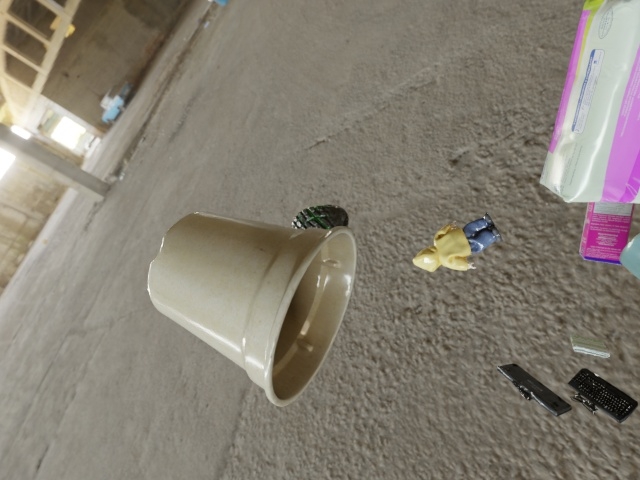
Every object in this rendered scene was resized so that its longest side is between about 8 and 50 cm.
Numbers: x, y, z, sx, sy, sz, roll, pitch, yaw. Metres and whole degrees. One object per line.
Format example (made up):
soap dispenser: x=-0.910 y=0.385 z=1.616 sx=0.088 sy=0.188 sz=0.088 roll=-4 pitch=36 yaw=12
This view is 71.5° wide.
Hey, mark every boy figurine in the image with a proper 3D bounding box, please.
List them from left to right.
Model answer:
boy figurine: x=0.445 y=0.027 z=1.457 sx=0.285 sy=0.092 sz=0.177 roll=-31 pitch=60 yaw=16

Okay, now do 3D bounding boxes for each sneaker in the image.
sneaker: x=0.000 y=0.000 z=1.190 sx=0.134 sy=0.146 sz=0.343 roll=60 pitch=152 yaw=14

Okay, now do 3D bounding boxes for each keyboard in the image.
keyboard: x=0.543 y=0.386 z=1.154 sx=0.180 sy=0.108 sz=0.023 roll=39 pitch=119 yaw=49
keyboard: x=0.757 y=0.425 z=1.223 sx=0.100 sy=0.038 sz=0.192 roll=-53 pitch=15 yaw=3

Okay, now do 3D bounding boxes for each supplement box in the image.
supplement box: x=0.890 y=-0.046 z=1.384 sx=0.114 sy=0.111 sz=0.220 roll=10 pitch=99 yaw=23

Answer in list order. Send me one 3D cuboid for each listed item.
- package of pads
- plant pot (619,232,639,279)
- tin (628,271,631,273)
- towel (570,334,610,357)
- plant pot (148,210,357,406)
package of pads: x=0.432 y=-0.158 z=0.502 sx=0.101 sy=0.296 sz=0.229 roll=-88 pitch=0 yaw=-65
plant pot: x=0.982 y=0.052 z=1.149 sx=0.290 sy=0.290 sz=0.195 roll=-40 pitch=49 yaw=26
tin: x=1.203 y=0.067 z=1.697 sx=0.106 sy=0.040 sz=0.190 roll=-38 pitch=1 yaw=23
towel: x=0.964 y=0.380 z=1.598 sx=0.113 sy=0.152 sz=0.023 roll=11 pitch=98 yaw=24
plant pot: x=-0.134 y=0.088 z=0.847 sx=0.305 sy=0.334 sz=0.334 roll=19 pitch=75 yaw=21
